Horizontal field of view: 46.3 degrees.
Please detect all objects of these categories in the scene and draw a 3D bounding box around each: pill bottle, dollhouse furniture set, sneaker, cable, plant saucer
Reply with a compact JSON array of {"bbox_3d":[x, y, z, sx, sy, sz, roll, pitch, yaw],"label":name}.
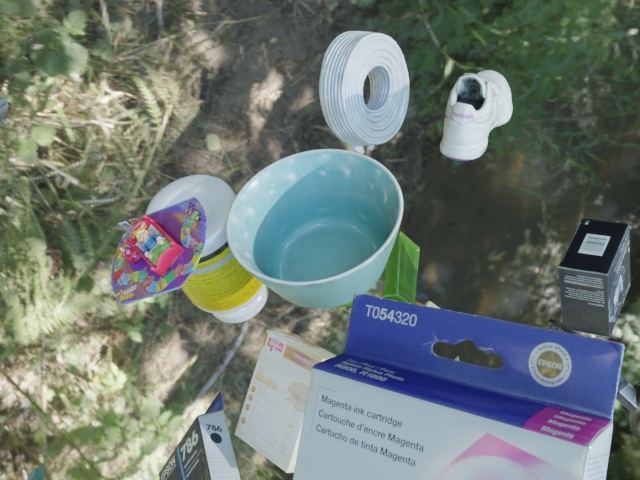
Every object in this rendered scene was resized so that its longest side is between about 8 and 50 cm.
[{"bbox_3d":[-0.216,0.033,1.533,0.188,0.187,0.334,-47,149,-18],"label":"pill bottle"},{"bbox_3d":[0.167,0.119,1.762,0.301,0.197,0.151,36,52,-48],"label":"dollhouse furniture set"},{"bbox_3d":[0.332,-0.291,1.535,0.305,0.114,0.152,-58,154,-45],"label":"sneaker"},{"bbox_3d":[0.101,-0.339,1.678,0.257,0.089,0.257,21,84,-50],"label":"cable"},{"bbox_3d":[-0.543,0.500,1.411,0.018,0.192,0.067,33,89,-28],"label":"plant saucer"}]

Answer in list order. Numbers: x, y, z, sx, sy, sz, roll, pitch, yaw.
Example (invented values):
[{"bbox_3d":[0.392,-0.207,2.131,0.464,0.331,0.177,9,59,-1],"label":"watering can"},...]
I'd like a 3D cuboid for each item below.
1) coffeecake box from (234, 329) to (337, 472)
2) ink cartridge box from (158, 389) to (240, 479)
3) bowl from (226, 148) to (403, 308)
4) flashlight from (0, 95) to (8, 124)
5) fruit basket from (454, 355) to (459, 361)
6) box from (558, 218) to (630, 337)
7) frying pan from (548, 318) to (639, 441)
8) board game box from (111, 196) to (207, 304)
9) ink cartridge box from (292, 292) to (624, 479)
[{"bbox_3d":[-0.048,0.256,1.208,0.068,0.142,0.186,15,94,-44],"label":"coffeecake box"},{"bbox_3d":[-0.194,0.417,1.219,0.065,0.333,0.165,17,120,-30],"label":"ink cartridge box"},{"bbox_3d":[0.000,0.000,1.344,0.311,0.311,0.163,-42,145,-22],"label":"bowl"},{"bbox_3d":[-0.646,-0.171,1.207,0.103,0.103,0.304,64,34,-23],"label":"flashlight"},{"bbox_3d":[0.338,0.551,2.051,0.165,0.353,0.327,18,131,-12],"label":"fruit basket"},{"bbox_3d":[0.521,0.069,1.413,0.156,0.093,0.158,-50,136,-38],"label":"box"},{"bbox_3d":[0.469,0.227,1.037,0.326,0.197,0.053,47,67,0],"label":"frying pan"},{"bbox_3d":[-0.222,0.008,0.969,0.033,0.168,0.133,38,45,-46],"label":"board game box"},{"bbox_3d":[0.115,0.236,0.763,0.071,0.324,0.330,11,87,-50],"label":"ink cartridge box"}]
